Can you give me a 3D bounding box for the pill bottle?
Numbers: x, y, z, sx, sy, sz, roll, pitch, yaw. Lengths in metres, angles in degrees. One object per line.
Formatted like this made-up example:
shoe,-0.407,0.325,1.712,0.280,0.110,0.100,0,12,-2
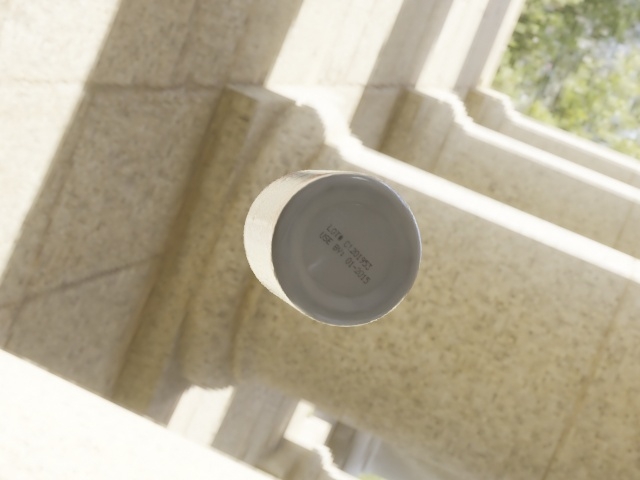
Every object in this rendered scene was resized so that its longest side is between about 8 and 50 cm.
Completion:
pill bottle,0.000,0.000,0.739,0.087,0.087,0.160,-66,-167,-2
